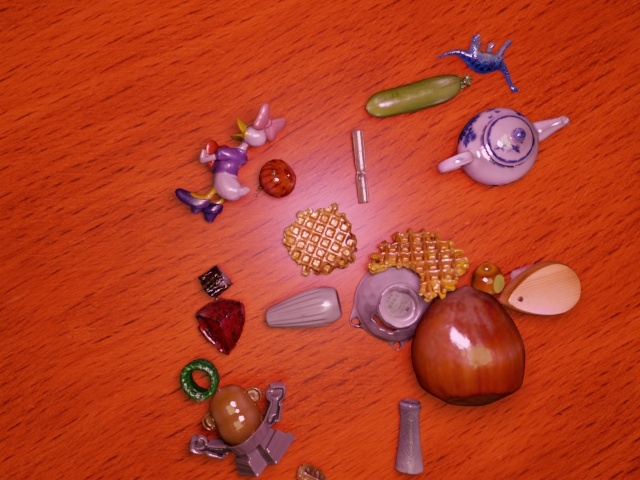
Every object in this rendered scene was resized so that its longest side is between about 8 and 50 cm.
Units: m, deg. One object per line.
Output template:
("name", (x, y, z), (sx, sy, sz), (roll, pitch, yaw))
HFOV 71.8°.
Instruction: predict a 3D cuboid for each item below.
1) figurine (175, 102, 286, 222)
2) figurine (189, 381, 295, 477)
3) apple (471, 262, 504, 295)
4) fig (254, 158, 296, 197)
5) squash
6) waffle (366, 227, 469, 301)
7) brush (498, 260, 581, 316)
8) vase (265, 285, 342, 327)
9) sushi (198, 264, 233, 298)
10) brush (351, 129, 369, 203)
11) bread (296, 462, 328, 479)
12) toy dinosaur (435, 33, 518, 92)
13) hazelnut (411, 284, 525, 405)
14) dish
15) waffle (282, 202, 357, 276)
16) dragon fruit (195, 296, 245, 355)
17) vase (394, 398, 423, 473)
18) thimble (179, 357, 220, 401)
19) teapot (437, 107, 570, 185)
("figurine", (-0.280, -0.246, 1.410), (0.193, 0.154, 0.421), (31, 95, 22))
("figurine", (-0.245, 0.592, 1.419), (0.342, 0.167, 0.285), (-38, 100, -23))
("apple", (0.561, 0.131, 1.495), (0.114, 0.099, 0.102), (-19, 109, -26))
("fig", (-0.145, -0.194, 1.468), (0.128, 0.150, 0.128), (9, 55, -13))
("squash", (0.335, -0.491, 1.498), (0.379, 0.101, 0.101), (-16, 90, -5))
("waffle", (0.322, 0.068, 1.431), (0.293, 0.069, 0.260), (31, 58, 34))
("brush", (0.699, 0.163, 1.469), (0.267, 0.166, 0.174), (-12, 90, -7))
("vase", (-0.058, 0.230, 1.458), (0.248, 0.128, 0.128), (-14, 90, 6))
("sushi", (-0.343, 0.134, 1.452), (0.084, 0.098, 0.094), (-37, 81, -7))
("brush", (0.138, -0.252, 1.518), (0.043, 0.036, 0.248), (-7, 96, 1))
("bread", (-0.029, 0.788, 1.480), (0.110, 0.060, 0.066), (26, 75, 1))
("toy dinosaur", (0.565, -0.634, 1.526), (0.329, 0.076, 0.144), (18, 95, -13))
("hazelnut", (0.462, 0.332, 1.379), (0.366, 0.366, 0.365), (0, 89, -3))
("dish", (0.251, 0.214, 1.473), (0.303, 0.120, 0.303), (0, 88, -4))
("waffle", (0.000, 0.000, 1.500), (0.238, 0.059, 0.243), (-25, 88, 0))
("dragon fruit", (-0.321, 0.279, 1.469), (0.127, 0.121, 0.161), (-31, 123, -42))
("vase", (0.299, 0.651, 1.485), (0.096, 0.096, 0.219), (2, 86, -3))
("thimble", (-0.391, 0.454, 1.449), (0.118, 0.090, 0.130), (-14, 90, -4))
("teapot", (0.576, -0.304, 1.417), (0.424, 0.280, 0.252), (-20, 89, -2))
